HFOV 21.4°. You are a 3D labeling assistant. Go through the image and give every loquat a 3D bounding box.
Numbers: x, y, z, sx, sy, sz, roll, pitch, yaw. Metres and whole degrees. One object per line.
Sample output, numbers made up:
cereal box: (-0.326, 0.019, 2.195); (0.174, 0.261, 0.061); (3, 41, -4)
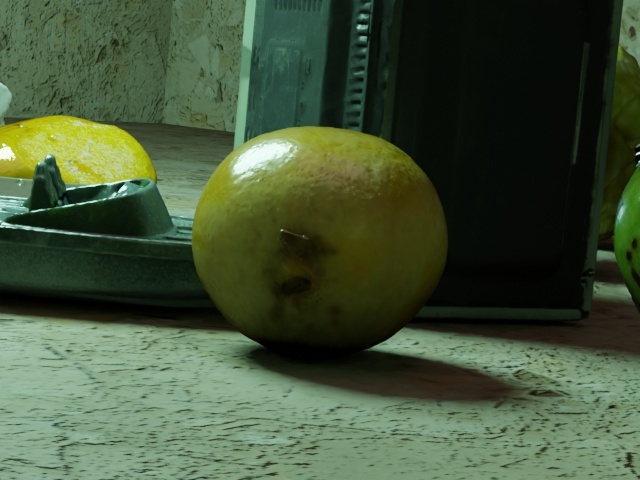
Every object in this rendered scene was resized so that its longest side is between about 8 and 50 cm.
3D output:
loquat: (0.000, 0.000, 0.998); (0.163, 0.137, 0.163); (-11, 10, 2)

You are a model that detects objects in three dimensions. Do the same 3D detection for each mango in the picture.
mango: (-0.235, -0.036, 1.350); (0.217, 0.102, 0.141); (-7, 39, -46)

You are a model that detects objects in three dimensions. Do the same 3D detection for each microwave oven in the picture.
microwave oven: (0.064, -0.132, 1.274); (0.218, 0.355, 0.286); (3, 7, -26)

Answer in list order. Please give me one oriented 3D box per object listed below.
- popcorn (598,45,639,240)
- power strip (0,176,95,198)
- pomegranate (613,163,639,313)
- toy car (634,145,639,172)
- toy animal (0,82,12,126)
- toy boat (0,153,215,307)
popcorn: (0.192, -0.097, 1.586); (0.249, 0.249, 0.225); (8, -7, 21)
power strip: (-0.238, -0.012, 1.242); (0.169, 0.076, 0.028); (5, -33, -13)
pomegranate: (0.266, 0.018, 0.945); (0.202, 0.202, 0.248); (6, 33, 10)
toy car: (0.314, -0.048, 1.867); (0.301, 0.118, 0.193); (8, -2, 32)
toy animal: (-0.413, -0.091, 1.505); (0.282, 0.138, 0.140); (7, 10, 31)
toy boat: (-0.144, -0.005, 1.130); (0.319, 0.092, 0.141); (6, 8, -3)
